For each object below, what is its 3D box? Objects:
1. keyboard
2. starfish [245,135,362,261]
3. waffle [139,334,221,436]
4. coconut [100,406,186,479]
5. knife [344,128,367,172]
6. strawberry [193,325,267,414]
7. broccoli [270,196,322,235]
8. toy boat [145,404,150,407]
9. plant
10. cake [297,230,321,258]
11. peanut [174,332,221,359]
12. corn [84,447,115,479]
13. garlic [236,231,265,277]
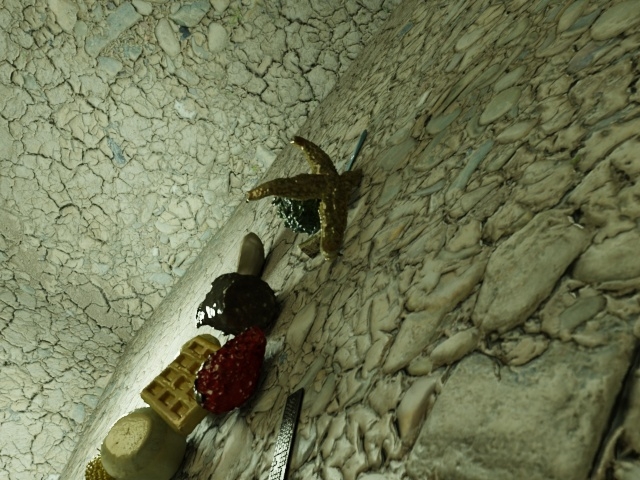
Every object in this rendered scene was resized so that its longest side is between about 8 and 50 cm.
[{"bbox_3d":[-0.069,0.386,0.861,0.064,0.010,0.198,-42,22,36],"label":"keyboard"},{"bbox_3d":[-0.029,-0.152,1.299,0.082,0.324,0.431,113,-178,-52],"label":"starfish"},{"bbox_3d":[-0.353,0.393,1.228,0.221,0.055,0.248,13,47,40],"label":"waffle"},{"bbox_3d":[-0.487,0.583,1.229,0.202,0.221,0.202,-10,44,9],"label":"coconut"},{"bbox_3d":[0.113,-0.292,1.593,0.044,0.019,0.312,-38,24,57],"label":"knife"},{"bbox_3d":[-0.199,0.334,1.103,0.111,0.190,0.236,25,62,30],"label":"strawberry"},{"bbox_3d":[-0.034,-0.124,1.476,0.198,0.177,0.275,-52,-5,36],"label":"broccoli"},{"bbox_3d":[-0.537,0.561,1.536,0.276,0.111,0.293,-54,8,-23],"label":"toy boat"},{"bbox_3d":[-0.258,0.206,1.355,0.276,0.188,0.198,-19,42,56],"label":"plant"},{"bbox_3d":[0.000,0.000,1.343,0.140,0.055,0.051,-35,19,1],"label":"cake"},{"bbox_3d":[-0.405,0.418,1.394,0.147,0.147,0.305,-44,22,28],"label":"peanut"},{"bbox_3d":[-0.576,0.721,1.197,0.101,0.102,0.310,-49,52,16],"label":"corn"},{"bbox_3d":[-0.285,0.098,1.715,0.143,0.112,0.318,113,175,-61],"label":"garlic"}]
